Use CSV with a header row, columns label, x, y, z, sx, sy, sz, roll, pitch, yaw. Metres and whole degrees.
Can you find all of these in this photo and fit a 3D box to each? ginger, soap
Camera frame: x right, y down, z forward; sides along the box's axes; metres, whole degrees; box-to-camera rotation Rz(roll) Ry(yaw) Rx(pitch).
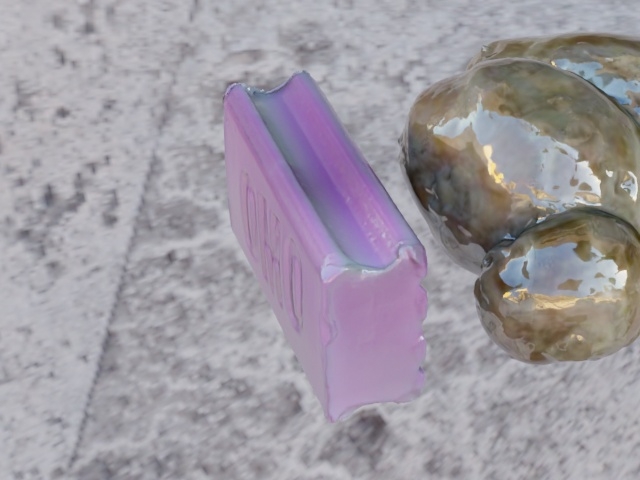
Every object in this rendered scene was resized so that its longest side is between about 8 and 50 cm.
label,x,y,z,sx,sy,sz,roll,pitch,yaw
ginger,0.164,-0.039,1.072,0.244,0.304,0.155,39,132,18
soap,0.000,0.000,1.005,0.065,0.203,0.122,-13,128,-14
